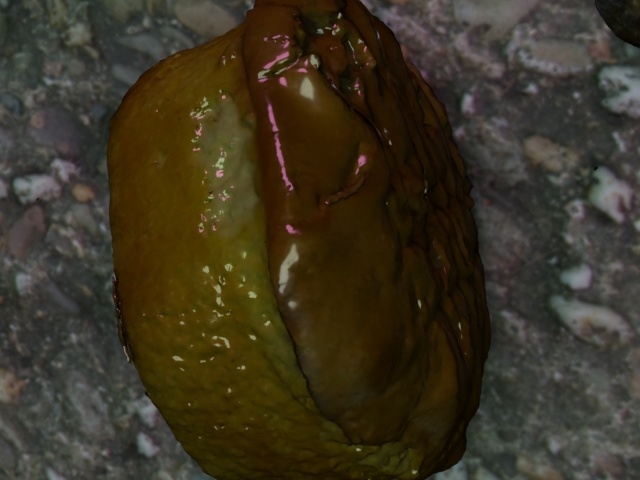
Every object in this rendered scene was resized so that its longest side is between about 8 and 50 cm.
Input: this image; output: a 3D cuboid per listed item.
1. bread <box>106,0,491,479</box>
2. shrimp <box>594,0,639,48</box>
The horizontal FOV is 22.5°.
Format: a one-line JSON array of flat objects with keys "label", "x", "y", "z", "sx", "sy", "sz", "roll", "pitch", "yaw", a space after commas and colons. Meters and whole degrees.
[{"label": "bread", "x": 0.000, "y": 0.000, "z": 1.233, "sx": 0.215, "sy": 0.398, "sz": 0.398, "roll": -18, "pitch": 89, "yaw": 20}, {"label": "shrimp", "x": 0.292, "y": -0.301, "z": 1.233, "sx": 0.145, "sy": 0.116, "sz": 0.343, "roll": 26, "pitch": 126, "yaw": 21}]
